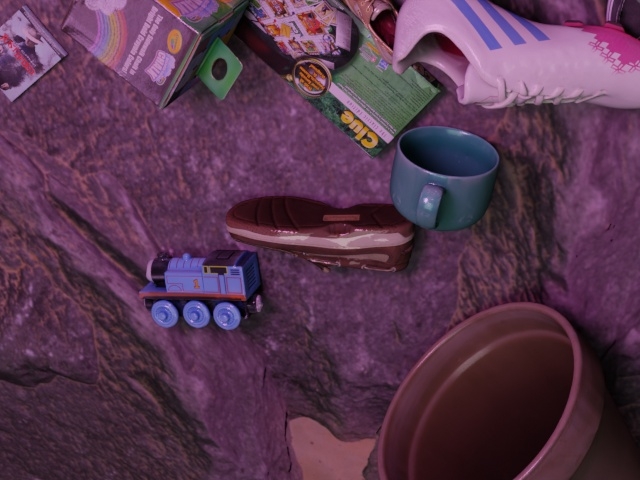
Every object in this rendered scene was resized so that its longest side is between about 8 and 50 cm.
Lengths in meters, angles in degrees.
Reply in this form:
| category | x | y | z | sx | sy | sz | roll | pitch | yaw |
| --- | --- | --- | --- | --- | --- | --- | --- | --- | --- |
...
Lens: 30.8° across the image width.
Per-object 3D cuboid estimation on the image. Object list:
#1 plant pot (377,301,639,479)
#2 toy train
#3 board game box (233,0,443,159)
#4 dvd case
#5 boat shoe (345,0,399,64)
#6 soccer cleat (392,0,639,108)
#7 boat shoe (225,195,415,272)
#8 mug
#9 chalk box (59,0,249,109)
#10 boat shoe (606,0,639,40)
| category | x | y | z | sx | sy | sz | roll | pitch | yaw |
| --- | --- | --- | --- | --- | --- | --- | --- | --- | --- |
| plant pot | 0.283 | 0.291 | 1.540 | 0.323 | 0.323 | 0.280 | -32 | 121 | 28 |
| toy train | -0.171 | 0.067 | 1.665 | 0.184 | 0.080 | 0.105 | 1 | 109 | 19 |
| board game box | 0.015 | -0.234 | 1.472 | 0.259 | 0.030 | 0.136 | 42 | 119 | -8 |
| dvd case | -0.415 | -0.256 | 1.597 | 0.119 | 0.013 | 0.087 | -32 | 105 | 28 |
| boat shoe | 0.070 | -0.277 | 1.406 | 0.050 | 0.045 | 0.135 | -35 | 97 | -9 |
| soccer cleat | 0.239 | -0.195 | 1.347 | 0.331 | 0.143 | 0.116 | 20 | 155 | 10 |
| boat shoe | -0.002 | 0.005 | 1.570 | 0.257 | 0.095 | 0.095 | 5 | 125 | 14 |
| mug | 0.142 | -0.067 | 1.451 | 0.129 | 0.157 | 0.097 | 37 | 133 | 36 |
| chalk box | -0.184 | -0.264 | 1.433 | 0.213 | 0.132 | 0.132 | 38 | 130 | 0 |
| boat shoe | 0.390 | -0.308 | 1.290 | 0.080 | 0.076 | 0.228 | 31 | 122 | -1 |
